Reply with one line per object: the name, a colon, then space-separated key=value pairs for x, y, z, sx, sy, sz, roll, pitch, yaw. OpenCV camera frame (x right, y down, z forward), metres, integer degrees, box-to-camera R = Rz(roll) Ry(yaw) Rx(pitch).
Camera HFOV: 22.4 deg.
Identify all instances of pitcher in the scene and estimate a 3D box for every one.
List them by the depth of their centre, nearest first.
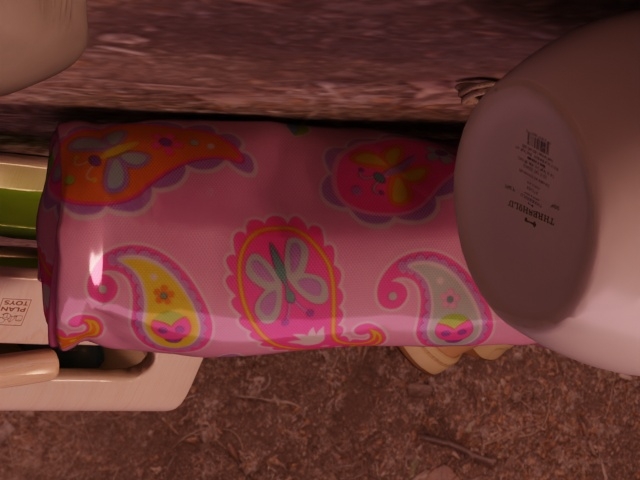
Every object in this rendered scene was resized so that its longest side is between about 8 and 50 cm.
pitcher: x=0.143 y=-0.027 z=0.589 sx=0.207 sy=0.126 sz=0.177 roll=-6 pitch=-163 yaw=-27

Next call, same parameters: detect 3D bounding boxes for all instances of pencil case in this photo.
pencil case: x=0.000 y=0.000 z=0.819 sx=0.284 sy=0.124 sz=0.124 roll=0 pitch=175 yaw=-11

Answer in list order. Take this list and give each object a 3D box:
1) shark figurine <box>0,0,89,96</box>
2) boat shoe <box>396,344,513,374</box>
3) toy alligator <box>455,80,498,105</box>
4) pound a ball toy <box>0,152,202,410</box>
shark figurine: x=-0.152 y=-0.047 z=0.366 sx=0.278 sy=0.116 sz=0.166 roll=2 pitch=174 yaw=-36
boat shoe: x=0.098 y=0.012 z=1.115 sx=0.110 sy=0.122 sz=0.341 roll=-39 pitch=167 yaw=13
toy alligator: x=0.150 y=-0.039 z=0.724 sx=0.189 sy=0.051 sz=0.056 roll=2 pitch=175 yaw=-14
pound a ball toy: x=-0.212 y=0.058 z=0.884 sx=0.319 sy=0.136 sz=0.208 roll=3 pitch=-144 yaw=-36
